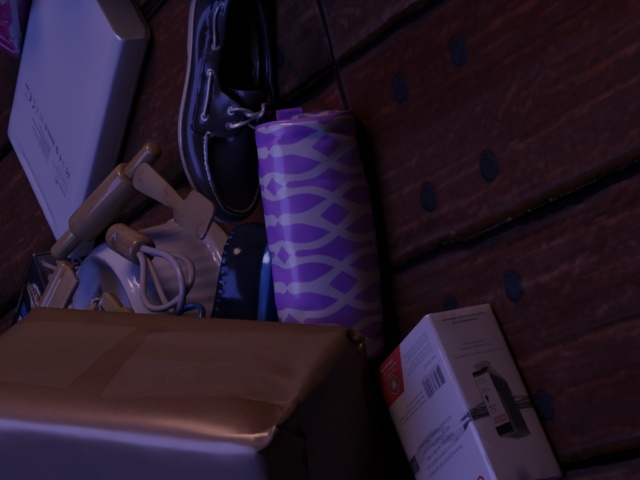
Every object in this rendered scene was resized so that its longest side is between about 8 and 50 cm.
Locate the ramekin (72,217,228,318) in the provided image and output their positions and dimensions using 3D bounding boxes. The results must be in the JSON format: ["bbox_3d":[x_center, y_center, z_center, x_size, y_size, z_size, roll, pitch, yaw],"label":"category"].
[{"bbox_3d":[-0.148,0.086,1.578,0.207,0.109,0.207,28,122,56],"label":"ramekin"}]

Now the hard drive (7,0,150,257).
[{"bbox_3d":[-0.256,-0.159,1.772,0.203,0.040,0.308,60,145,33],"label":"hard drive"}]

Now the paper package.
[{"bbox_3d":[-0.112,0.221,1.309,0.324,0.168,0.310,2,118,29],"label":"paper package"}]

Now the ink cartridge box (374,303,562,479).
[{"bbox_3d":[0.101,0.127,1.194,0.099,0.056,0.135,-54,52,53],"label":"ink cartridge box"}]

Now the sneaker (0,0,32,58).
[{"bbox_3d":[-0.331,-0.282,1.825,0.103,0.111,0.252,36,161,3],"label":"sneaker"}]

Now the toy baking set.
[{"bbox_3d":[-0.164,0.016,1.466,0.256,0.030,0.197,-46,42,30],"label":"toy baking set"}]

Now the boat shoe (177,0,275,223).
[{"bbox_3d":[-0.073,-0.115,1.420,0.065,0.075,0.206,8,101,63],"label":"boat shoe"}]

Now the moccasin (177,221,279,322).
[{"bbox_3d":[-0.088,0.142,1.429,0.116,0.138,0.342,13,115,14],"label":"moccasin"}]

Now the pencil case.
[{"bbox_3d":[0.000,0.000,1.319,0.088,0.086,0.206,-147,51,-83],"label":"pencil case"}]

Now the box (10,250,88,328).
[{"bbox_3d":[-0.268,0.209,1.871,0.296,0.073,0.293,63,146,30],"label":"box"}]
